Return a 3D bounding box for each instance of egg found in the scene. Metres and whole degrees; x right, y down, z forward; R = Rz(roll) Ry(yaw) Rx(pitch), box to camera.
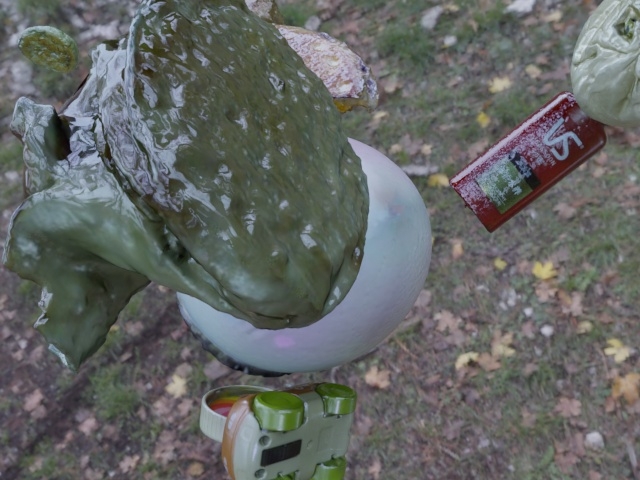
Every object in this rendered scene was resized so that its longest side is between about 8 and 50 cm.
[{"bbox_3d":[0.000,0.000,1.110,0.354,0.354,0.339,-47,12,-36],"label":"egg"}]

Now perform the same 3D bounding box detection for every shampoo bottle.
[{"bbox_3d":[0.366,-0.148,1.293,0.314,0.118,0.076,-38,-2,10],"label":"shampoo bottle"}]

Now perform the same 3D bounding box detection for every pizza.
[{"bbox_3d":[-0.029,-0.260,1.225,0.161,0.086,0.305,-37,52,-21],"label":"pizza"}]

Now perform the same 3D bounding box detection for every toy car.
[{"bbox_3d":[-0.076,0.274,1.192,0.235,0.145,0.235,8,10,-1],"label":"toy car"}]

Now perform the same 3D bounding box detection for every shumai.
[{"bbox_3d":[-0.144,-0.046,0.709,0.288,0.292,0.330,-35,34,34],"label":"shumai"}]

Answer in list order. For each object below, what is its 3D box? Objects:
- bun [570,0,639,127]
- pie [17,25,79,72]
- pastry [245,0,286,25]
[{"bbox_3d":[0.443,-0.267,1.078,0.229,0.145,0.230,-14,69,38],"label":"bun"},{"bbox_3d":[-0.353,-0.251,1.023,0.084,0.084,0.021,-7,57,28],"label":"pie"},{"bbox_3d":[-0.163,-0.406,1.452,0.218,0.100,0.229,32,79,38],"label":"pastry"}]
